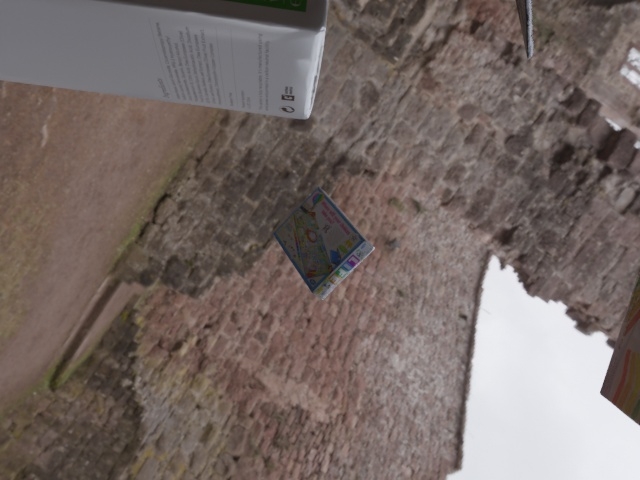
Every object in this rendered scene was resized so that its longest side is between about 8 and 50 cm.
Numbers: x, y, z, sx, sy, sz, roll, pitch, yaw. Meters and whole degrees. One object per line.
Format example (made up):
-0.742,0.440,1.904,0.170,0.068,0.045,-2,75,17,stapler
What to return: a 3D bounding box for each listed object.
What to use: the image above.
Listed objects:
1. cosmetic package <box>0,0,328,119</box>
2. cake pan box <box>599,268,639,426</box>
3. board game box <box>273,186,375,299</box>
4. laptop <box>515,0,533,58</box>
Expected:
-0.175,-0.240,0.496,0.155,0.365,0.197,114,-19,-74,cosmetic package
0.432,0.095,0.685,0.246,0.070,0.267,4,104,-79,cake pan box
0.000,0.000,0.838,0.103,0.026,0.154,-45,-138,7,board game box
0.211,-0.415,0.828,0.234,0.136,0.264,27,55,-66,laptop
